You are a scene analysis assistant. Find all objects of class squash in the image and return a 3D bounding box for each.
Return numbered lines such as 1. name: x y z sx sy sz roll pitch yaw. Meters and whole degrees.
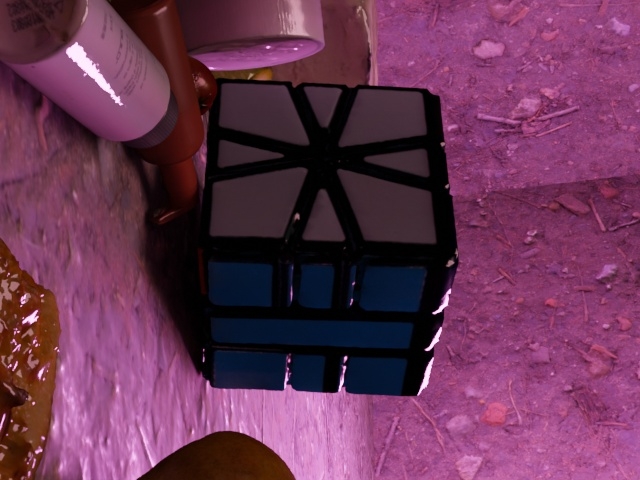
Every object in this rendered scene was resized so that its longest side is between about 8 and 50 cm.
1. squash: -0.117 -0.277 1.571 0.192 0.085 0.184 -45 129 -83

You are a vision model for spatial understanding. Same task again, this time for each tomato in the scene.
1. tomato: -0.161 -0.169 1.178 0.075 0.087 0.087 49 -1 14

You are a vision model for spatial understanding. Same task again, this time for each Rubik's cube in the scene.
1. Rubik's cube: 0.000 0.000 1.285 0.283 0.289 0.293 97 -4 -52

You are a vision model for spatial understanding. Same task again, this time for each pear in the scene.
1. pear: -0.091 0.266 0.898 0.200 0.200 0.200 -6 90 -83

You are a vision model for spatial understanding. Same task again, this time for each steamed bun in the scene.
1. steamed bun: -0.020 -0.310 1.792 0.312 0.233 0.333 -47 139 -83

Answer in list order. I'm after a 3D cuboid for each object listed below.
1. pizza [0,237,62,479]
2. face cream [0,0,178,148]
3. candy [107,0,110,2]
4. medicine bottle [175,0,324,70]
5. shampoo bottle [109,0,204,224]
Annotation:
1. pizza: -0.207 0.107 0.582 0.268 0.087 0.257 72 16 -67
2. face cream: -0.185 -0.141 0.903 0.311 0.092 0.092 48 36 -76
3. candy: -0.200 -0.261 0.910 0.032 0.102 0.178 -59 -169 27
4. medicine bottle: -0.106 -0.408 1.267 0.213 0.214 0.378 -2 85 -83
5. shampoo bottle: -0.166 -0.136 1.095 0.085 0.085 0.244 -85 169 -56
